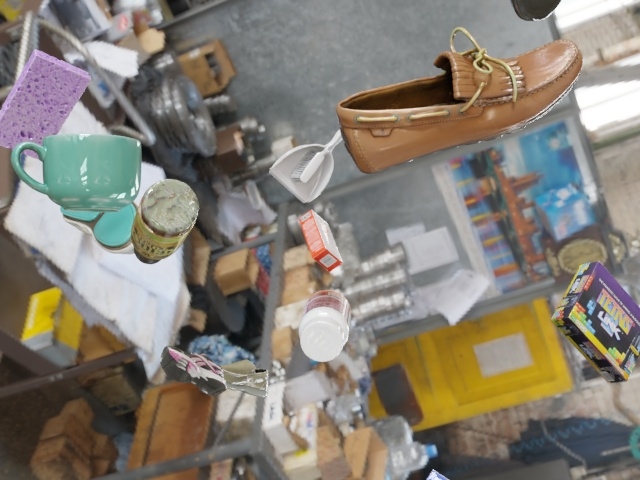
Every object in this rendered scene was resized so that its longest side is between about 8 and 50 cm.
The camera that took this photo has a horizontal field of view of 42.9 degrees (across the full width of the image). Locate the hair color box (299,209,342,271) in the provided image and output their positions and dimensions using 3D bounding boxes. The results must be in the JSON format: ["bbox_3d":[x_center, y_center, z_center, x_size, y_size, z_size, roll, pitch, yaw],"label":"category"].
[{"bbox_3d":[0.000,0.000,1.917,0.072,0.043,0.141,41,21,-41],"label":"hair color box"}]

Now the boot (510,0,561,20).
[{"bbox_3d":[0.189,-0.381,0.977,0.229,0.091,0.262,7,-77,60],"label":"boot"}]

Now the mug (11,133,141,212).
[{"bbox_3d":[-0.326,-0.089,1.118,0.129,0.158,0.097,17,72,-86],"label":"mug"}]

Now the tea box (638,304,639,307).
[{"bbox_3d":[0.817,0.219,1.614,0.323,0.220,0.329,43,12,31],"label":"tea box"}]

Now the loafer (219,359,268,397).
[{"bbox_3d":[-0.230,0.358,2.200,0.251,0.094,0.087,30,74,-50],"label":"loafer"}]

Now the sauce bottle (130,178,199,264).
[{"bbox_3d":[-0.320,-0.022,1.630,0.344,0.112,0.111,137,-61,-68],"label":"sauce bottle"}]

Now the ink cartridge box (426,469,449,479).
[{"bbox_3d":[0.225,0.547,1.683,0.097,0.046,0.207,-52,157,-19],"label":"ink cartridge box"}]

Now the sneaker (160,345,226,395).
[{"bbox_3d":[-0.293,0.287,1.867,0.178,0.072,0.077,42,23,-31],"label":"sneaker"}]

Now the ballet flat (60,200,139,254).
[{"bbox_3d":[-0.498,-0.035,1.986,0.400,0.139,0.139,20,-34,48],"label":"ballet flat"}]

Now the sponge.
[{"bbox_3d":[-0.561,-0.267,1.623,0.117,0.210,0.031,23,23,-38],"label":"sponge"}]

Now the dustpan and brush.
[{"bbox_3d":[-0.006,-0.203,1.980,0.147,0.211,0.060,41,-6,-35],"label":"dustpan and brush"}]

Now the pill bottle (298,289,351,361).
[{"bbox_3d":[0.011,0.207,1.982,0.221,0.121,0.121,-71,141,-75],"label":"pill bottle"}]

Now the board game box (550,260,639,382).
[{"bbox_3d":[0.504,0.145,1.450,0.170,0.048,0.141,45,61,-14],"label":"board game box"}]

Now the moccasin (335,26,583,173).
[{"bbox_3d":[0.209,-0.230,1.237,0.139,0.380,0.146,-97,170,-54],"label":"moccasin"}]
